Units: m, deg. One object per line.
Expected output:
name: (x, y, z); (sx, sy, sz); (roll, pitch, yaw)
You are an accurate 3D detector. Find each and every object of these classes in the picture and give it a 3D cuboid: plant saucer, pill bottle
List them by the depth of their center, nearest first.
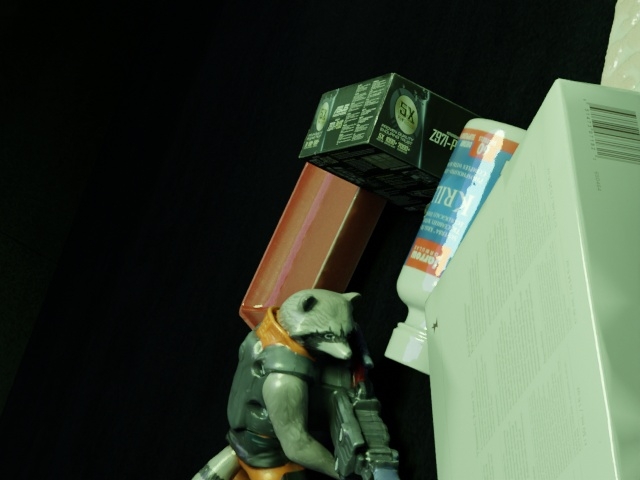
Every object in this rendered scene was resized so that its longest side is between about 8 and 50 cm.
pill bottle: (0.141, 0.017, 1.429); (0.222, 0.124, 0.124); (-66, 20, -4)
plant saucer: (0.000, 0.000, 1.890); (0.259, 0.047, 0.258); (-66, 16, 3)

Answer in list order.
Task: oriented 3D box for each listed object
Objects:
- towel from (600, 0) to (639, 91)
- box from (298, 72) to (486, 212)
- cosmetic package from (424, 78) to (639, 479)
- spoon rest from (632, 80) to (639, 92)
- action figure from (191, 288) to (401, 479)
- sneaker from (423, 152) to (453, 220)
towel: (0.318, -0.141, 1.276); (0.332, 0.053, 0.317); (-26, 43, 59)
box: (0.084, -0.095, 1.665); (0.180, 0.147, 0.078); (-6, 61, 68)
cosmetic package: (0.166, 0.127, 1.111); (0.284, 0.097, 0.377); (119, 155, -51)
spoon rest: (0.281, -0.085, 1.153); (0.276, 0.084, 0.137); (148, 144, -75)
action figure: (-0.037, 0.202, 1.598); (0.341, 0.178, 0.330); (-125, 52, -70)
sneaker: (0.149, -0.028, 1.564); (0.162, 0.073, 0.063); (113, 144, -53)
